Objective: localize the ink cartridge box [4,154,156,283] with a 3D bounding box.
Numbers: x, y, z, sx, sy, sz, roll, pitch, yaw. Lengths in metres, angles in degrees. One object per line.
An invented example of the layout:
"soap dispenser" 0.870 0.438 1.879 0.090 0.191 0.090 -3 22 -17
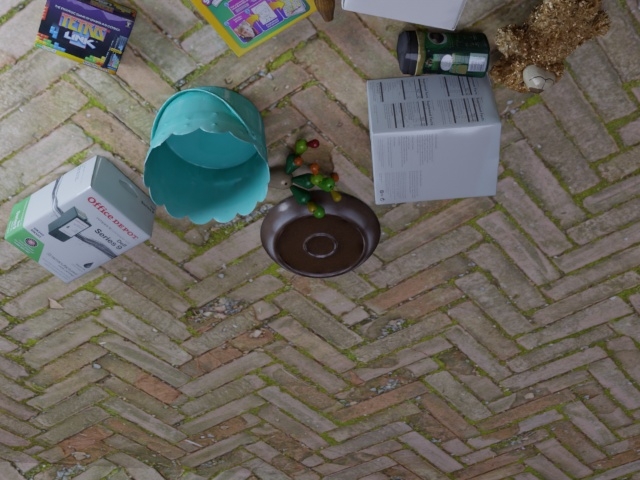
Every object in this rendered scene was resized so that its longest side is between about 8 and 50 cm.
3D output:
"ink cartridge box" -0.575 -0.047 1.993 0.289 0.121 0.211 -27 131 23

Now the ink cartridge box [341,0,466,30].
"ink cartridge box" 0.138 -0.502 1.438 0.207 0.283 0.117 8 134 -9

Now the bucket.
"bucket" -0.245 -0.192 1.814 0.281 0.183 0.281 -1 135 -1

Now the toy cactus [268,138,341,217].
"toy cactus" -0.049 -0.152 1.938 0.181 0.112 0.219 4 141 21

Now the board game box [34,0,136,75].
"board game box" -0.474 -0.427 1.664 0.170 0.048 0.141 17 133 -18

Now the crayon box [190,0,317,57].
"crayon box" -0.097 -0.493 1.583 0.279 0.081 0.165 -25 131 22

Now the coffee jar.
"coffee jar" 0.249 -0.383 1.695 0.185 0.096 0.079 2 132 -3

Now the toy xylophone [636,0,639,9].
"toy xylophone" 0.680 -0.568 1.530 0.236 0.081 0.322 5 135 -6

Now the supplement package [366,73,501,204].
"supplement package" 0.239 -0.223 1.784 0.263 0.198 0.199 -4 135 3

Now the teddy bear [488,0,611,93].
"teddy bear" 0.464 -0.413 1.621 0.245 0.113 0.338 -5 143 -43

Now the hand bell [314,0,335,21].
"hand bell" -0.006 -0.492 1.473 0.126 0.126 0.242 -10 142 8

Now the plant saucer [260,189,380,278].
"plant saucer" 0.000 0.000 2.112 0.311 0.050 0.310 0 135 0
